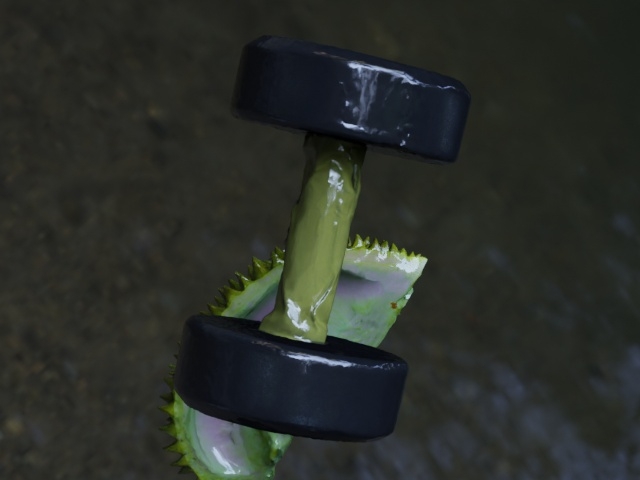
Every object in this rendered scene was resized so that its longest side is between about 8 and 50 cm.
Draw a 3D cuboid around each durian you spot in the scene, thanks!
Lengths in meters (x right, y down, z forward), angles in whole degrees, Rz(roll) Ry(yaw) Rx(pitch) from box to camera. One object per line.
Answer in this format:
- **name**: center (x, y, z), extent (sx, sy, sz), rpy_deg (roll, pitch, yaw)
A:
- **durian**: center (-0.052, 0.126, 1.807), extent (0.169, 0.355, 0.157), rpy_deg (37, 22, 15)

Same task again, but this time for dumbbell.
- **dumbbell**: center (0.000, 0.000, 1.493), extent (0.203, 0.203, 0.322), rpy_deg (10, 93, -48)
